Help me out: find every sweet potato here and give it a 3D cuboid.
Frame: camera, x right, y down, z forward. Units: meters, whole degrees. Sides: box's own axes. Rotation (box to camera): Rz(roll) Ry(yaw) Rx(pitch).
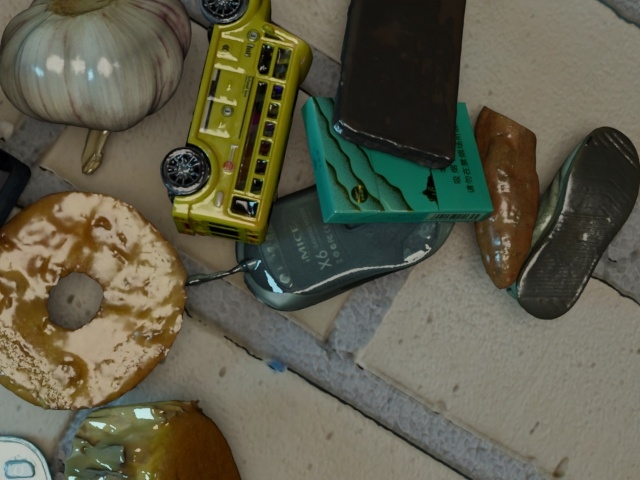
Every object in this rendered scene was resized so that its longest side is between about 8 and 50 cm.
[{"bbox_3d":[0.242,-0.060,1.511,0.097,0.097,0.252,5,71,-4],"label":"sweet potato"}]

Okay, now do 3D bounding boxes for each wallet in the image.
[{"bbox_3d":[0.106,-0.241,1.473,0.165,0.042,0.309,15,60,-13],"label":"wallet"}]

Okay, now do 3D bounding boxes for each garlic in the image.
[{"bbox_3d":[-0.286,-0.194,1.456,0.245,0.245,0.253,-1,126,-4],"label":"garlic"}]

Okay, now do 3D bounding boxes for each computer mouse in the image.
[{"bbox_3d":[0.000,0.000,1.517,0.379,0.090,0.167,-18,73,1],"label":"computer mouse"}]

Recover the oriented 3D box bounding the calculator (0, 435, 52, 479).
[{"bbox_3d":[-0.461,0.433,1.503,0.256,0.054,0.386,-3,89,-4],"label":"calculator"}]

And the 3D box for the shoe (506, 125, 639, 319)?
[{"bbox_3d":[0.331,-0.026,1.540,0.103,0.098,0.275,32,86,-13],"label":"shoe"}]

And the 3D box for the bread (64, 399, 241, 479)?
[{"bbox_3d":[-0.187,0.385,1.447,0.183,0.236,0.389,-7,101,13],"label":"bread"}]

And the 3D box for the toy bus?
[{"bbox_3d":[-0.101,-0.168,1.460,0.151,0.145,0.331,12,80,1],"label":"toy bus"}]

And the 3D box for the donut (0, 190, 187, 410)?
[{"bbox_3d":[-0.312,0.075,1.474,0.277,0.108,0.277,0,91,-10],"label":"donut"}]

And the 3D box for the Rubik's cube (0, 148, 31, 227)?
[{"bbox_3d":[-0.566,-0.040,1.361,0.316,0.318,0.313,31,86,-5],"label":"Rubik's cube"}]

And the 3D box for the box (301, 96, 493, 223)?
[{"bbox_3d":[0.097,-0.100,1.447,0.226,0.042,0.161,-1,66,-25],"label":"box"}]
